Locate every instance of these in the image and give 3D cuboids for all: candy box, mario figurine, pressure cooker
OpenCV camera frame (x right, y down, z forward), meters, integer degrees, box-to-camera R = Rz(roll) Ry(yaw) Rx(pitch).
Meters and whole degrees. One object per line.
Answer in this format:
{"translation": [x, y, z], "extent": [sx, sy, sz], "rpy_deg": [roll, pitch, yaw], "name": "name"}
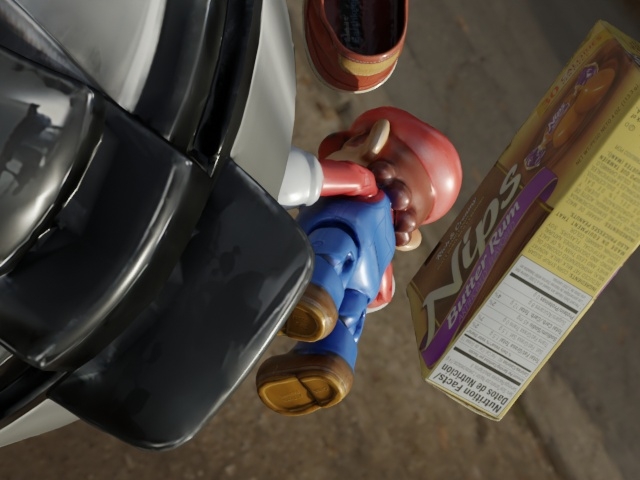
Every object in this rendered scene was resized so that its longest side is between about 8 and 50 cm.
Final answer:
{"translation": [0.118, -0.012, 0.742], "extent": [0.053, 0.186, 0.109], "rpy_deg": [31, 20, -15], "name": "candy box"}
{"translation": [0.000, 0.000, 1.220], "extent": [0.170, 0.198, 0.320], "rpy_deg": [30, 40, 0], "name": "mario figurine"}
{"translation": [-0.199, -0.089, 0.547], "extent": [0.420, 0.370, 0.375], "rpy_deg": [81, 2, -86], "name": "pressure cooker"}

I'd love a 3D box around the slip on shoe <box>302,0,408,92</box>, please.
{"translation": [0.027, -0.300, 1.291], "extent": [0.101, 0.123, 0.331], "rpy_deg": [175, -89, -77], "name": "slip on shoe"}
